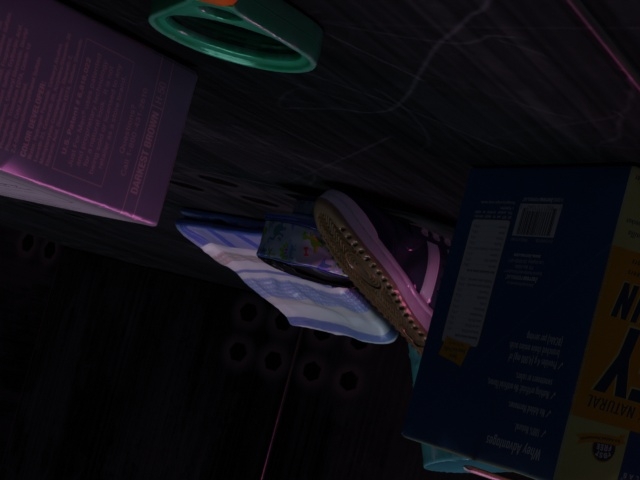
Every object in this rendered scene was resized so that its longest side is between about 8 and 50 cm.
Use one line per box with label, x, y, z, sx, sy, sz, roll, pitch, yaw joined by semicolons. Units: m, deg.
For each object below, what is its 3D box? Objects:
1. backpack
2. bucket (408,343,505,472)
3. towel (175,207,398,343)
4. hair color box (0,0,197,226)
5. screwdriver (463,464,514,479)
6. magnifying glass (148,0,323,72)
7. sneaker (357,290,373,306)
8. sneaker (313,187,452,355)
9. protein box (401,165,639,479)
backpack;0.000;0.000;1.527;0.114;0.084;0.105;13;177;-27
bucket;0.247;0.196;1.991;0.281;0.183;0.281;-2;167;0
towel;-0.043;0.051;2.062;0.209;0.034;0.285;9;155;45
hair color box;-0.263;-0.114;0.910;0.185;0.114;0.374;11;174;34
screwdriver;0.151;0.174;1.061;0.170;0.024;0.025;23;-160;-47
magnifying glass;-0.048;-0.116;0.752;0.092;0.026;0.231;15;174;5
sneaker;0.073;0.071;2.138;0.162;0.073;0.063;15;174;2
sneaker;0.127;0.023;1.467;0.282;0.153;0.099;48;167;-16
protein box;0.180;0.065;1.052;0.136;0.201;0.200;17;175;-25
